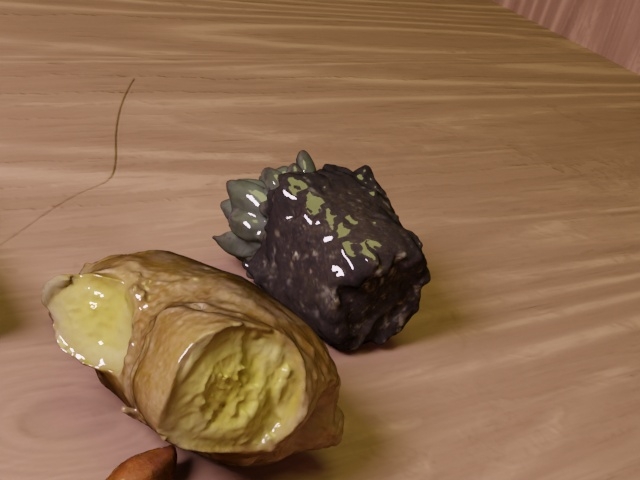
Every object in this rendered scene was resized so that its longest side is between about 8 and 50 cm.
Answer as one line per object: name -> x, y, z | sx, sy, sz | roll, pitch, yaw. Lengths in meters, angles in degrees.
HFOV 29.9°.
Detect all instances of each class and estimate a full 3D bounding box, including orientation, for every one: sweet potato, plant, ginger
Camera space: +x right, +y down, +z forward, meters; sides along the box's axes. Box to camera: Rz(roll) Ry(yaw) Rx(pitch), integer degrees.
sweet potato -> -0.116, 0.155, 0.778 | 0.034, 0.034, 0.095 | 26, 24, 18
plant -> 0.000, 0.000, 1.065 | 0.129, 0.132, 0.194 | -5, 37, -44
ginger -> -0.100, 0.069, 0.865 | 0.218, 0.123, 0.270 | 22, 8, -42
